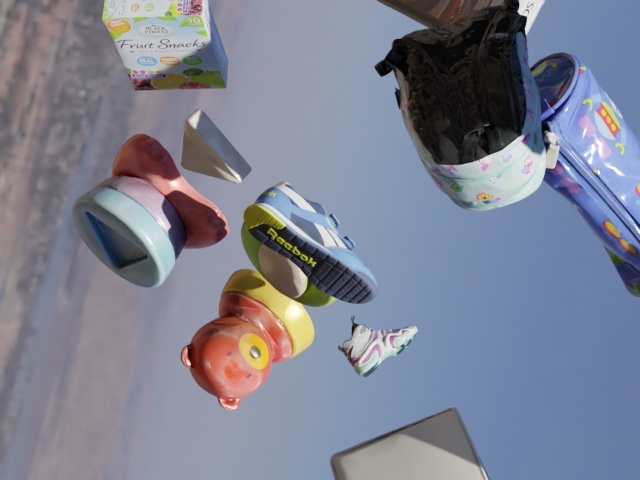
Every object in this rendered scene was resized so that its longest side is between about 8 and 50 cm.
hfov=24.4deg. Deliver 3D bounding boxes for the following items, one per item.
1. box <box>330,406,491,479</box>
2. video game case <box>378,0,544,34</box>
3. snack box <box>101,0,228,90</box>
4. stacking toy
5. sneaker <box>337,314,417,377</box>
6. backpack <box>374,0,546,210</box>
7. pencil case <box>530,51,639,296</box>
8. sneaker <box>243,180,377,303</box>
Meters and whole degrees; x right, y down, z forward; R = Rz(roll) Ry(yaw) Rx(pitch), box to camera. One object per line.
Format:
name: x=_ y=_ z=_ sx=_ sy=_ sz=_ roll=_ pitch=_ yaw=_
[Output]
box: x=0.115 y=0.285 z=1.337 sx=0.232 sy=0.127 sz=0.149 roll=63 pitch=6 yaw=-48
video game case: x=0.183 y=-0.336 z=1.595 sx=0.248 sy=0.035 sz=0.275 roll=-63 pitch=-149 yaw=9
snack box: x=-0.154 y=-0.200 z=1.486 sx=0.141 sy=0.100 sz=0.037 roll=75 pitch=15 yaw=-65
stacking toy: x=-0.127 y=0.028 z=1.587 sx=0.130 sy=0.309 sz=0.279 roll=-48 pitch=-175 yaw=-29
sneaker: x=0.064 y=0.112 z=1.769 sx=0.098 sy=0.069 sz=0.038 roll=-31 pitch=159 yaw=-31
backpack: x=0.146 y=-0.121 z=1.384 sx=0.115 sy=0.152 sz=0.182 roll=50 pitch=23 yaw=-47
pencil case: x=0.317 y=-0.067 z=1.651 sx=0.119 sy=0.306 sz=0.133 roll=-31 pitch=-156 yaw=27
sneaker: x=0.000 y=0.000 z=1.351 sx=0.053 sy=0.144 sz=0.059 roll=-40 pitch=-167 yaw=47
